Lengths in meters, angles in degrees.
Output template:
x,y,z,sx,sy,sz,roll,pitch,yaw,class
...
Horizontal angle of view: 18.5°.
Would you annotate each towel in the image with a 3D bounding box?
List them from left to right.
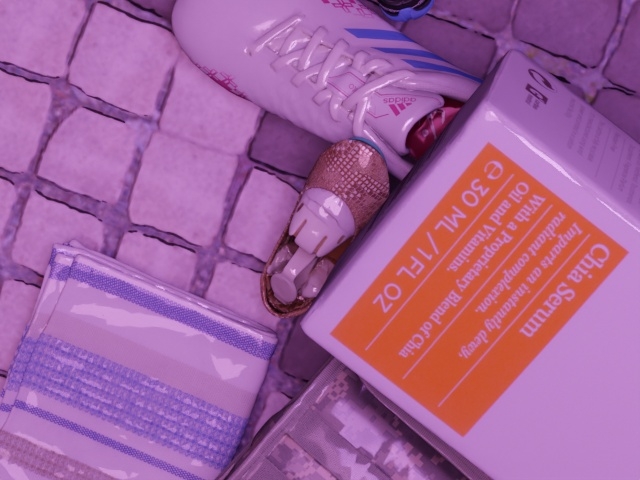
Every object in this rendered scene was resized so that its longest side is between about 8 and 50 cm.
x,y,z,sx,sy,sz,roll,pitch,yaw,class
-0.178,0.163,1.681,0.209,0.034,0.285,22,101,0,towel

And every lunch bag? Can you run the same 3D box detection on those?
x,y,z,sx,sy,sz,roll,pitch,yaw,class
0.081,0.184,1.591,0.235,0.169,0.287,42,90,0,lunch bag

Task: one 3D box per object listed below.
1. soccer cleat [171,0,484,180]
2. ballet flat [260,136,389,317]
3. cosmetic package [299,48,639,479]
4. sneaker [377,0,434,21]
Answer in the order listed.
x,y,z,sx,sy,sz,roll,pitch,yaw,class
0.031,-0.128,1.562,0.331,0.143,0.116,26,100,2,soccer cleat
0.000,0.000,1.564,0.073,0.067,0.206,34,142,10,ballet flat
0.239,0.097,1.433,0.453,0.161,0.230,37,114,-2,cosmetic package
0.051,-0.270,1.566,0.067,0.078,0.188,-15,81,9,sneaker
